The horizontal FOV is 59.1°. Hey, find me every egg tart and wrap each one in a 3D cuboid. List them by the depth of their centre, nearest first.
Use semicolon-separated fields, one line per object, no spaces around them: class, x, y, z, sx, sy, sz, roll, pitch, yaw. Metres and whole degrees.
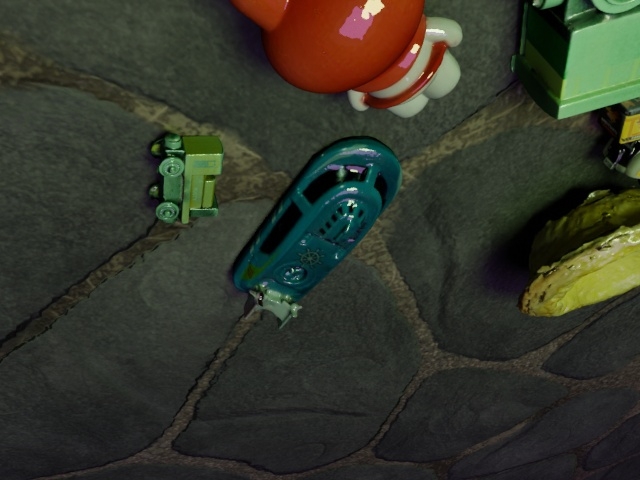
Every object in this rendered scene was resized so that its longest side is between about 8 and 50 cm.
egg tart;0.428;0.011;0.848;0.315;0.120;0.315;-15;155;-7

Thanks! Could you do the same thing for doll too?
doll;0.019;-0.204;0.503;0.161;0.129;0.290;-27;146;34

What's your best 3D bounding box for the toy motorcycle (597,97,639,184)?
toy motorcycle;0.496;-0.158;0.735;0.263;0.091;0.157;-16;135;-1

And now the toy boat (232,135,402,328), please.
toy boat;0.000;0.000;0.751;0.134;0.092;0.299;20;127;-29

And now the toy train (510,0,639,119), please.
toy train;0.345;-0.249;0.568;0.301;0.120;0.202;-16;140;0

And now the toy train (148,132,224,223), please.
toy train;-0.157;-0.071;0.657;0.081;0.050;0.122;-6;136;-22
